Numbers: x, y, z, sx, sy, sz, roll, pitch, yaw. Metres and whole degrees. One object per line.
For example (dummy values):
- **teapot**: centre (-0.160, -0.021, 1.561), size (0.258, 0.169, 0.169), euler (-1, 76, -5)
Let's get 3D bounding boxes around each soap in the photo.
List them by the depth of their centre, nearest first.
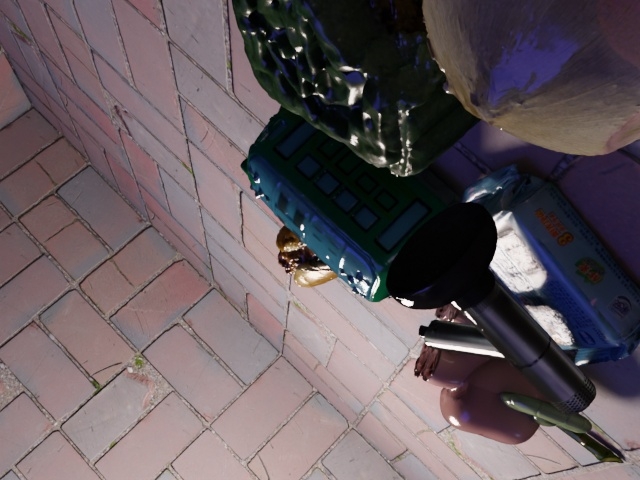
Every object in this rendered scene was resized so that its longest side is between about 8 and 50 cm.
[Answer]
- **soap**: centre (0.301, 0.034, 0.933), size (0.293, 0.077, 0.156), euler (49, 162, -2)

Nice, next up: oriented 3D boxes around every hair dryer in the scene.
- **hair dryer**: centre (0.182, 0.119, 0.982), size (0.284, 0.156, 0.320), euler (-11, 128, 46)

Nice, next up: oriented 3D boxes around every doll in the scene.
- **doll**: centre (0.307, 0.232, 1.206), size (0.268, 0.217, 0.284), euler (23, 179, -4)

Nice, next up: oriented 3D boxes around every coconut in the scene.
- **coconut**: centre (0.187, -0.178, 0.527), size (0.227, 0.230, 0.227), euler (42, 160, 19)

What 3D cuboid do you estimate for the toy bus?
- **toy bus**: centre (0.040, -0.071, 1.110), size (0.343, 0.199, 0.184), euler (44, 161, 16)

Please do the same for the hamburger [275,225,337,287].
- **hamburger**: centre (0.000, 0.000, 1.391), size (0.155, 0.245, 0.282), euler (44, -154, -7)

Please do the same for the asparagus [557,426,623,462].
- **asparagus**: centre (0.442, 0.338, 1.306), size (0.236, 0.027, 0.034), euler (33, 145, 36)

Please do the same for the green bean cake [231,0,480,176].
- **green bean cake**: centre (0.035, -0.254, 0.803), size (0.300, 0.169, 0.308), euler (36, 156, 31)
